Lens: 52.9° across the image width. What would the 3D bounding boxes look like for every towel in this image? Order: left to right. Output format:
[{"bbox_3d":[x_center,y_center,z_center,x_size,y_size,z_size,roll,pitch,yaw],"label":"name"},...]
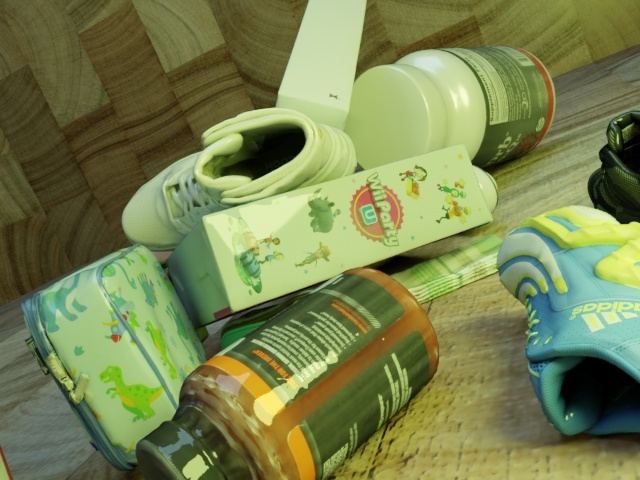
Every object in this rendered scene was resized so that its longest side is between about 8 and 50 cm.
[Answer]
[{"bbox_3d":[0.133,0.029,0.700,0.152,0.023,0.113,-23,11,0],"label":"towel"}]

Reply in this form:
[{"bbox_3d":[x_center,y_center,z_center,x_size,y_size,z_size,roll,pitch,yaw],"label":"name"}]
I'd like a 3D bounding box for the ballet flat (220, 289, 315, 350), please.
[{"bbox_3d":[-0.012,0.080,0.629,0.213,0.072,0.068,-16,8,39],"label":"ballet flat"}]

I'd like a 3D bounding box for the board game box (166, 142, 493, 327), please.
[{"bbox_3d":[0.000,0.000,0.724,0.303,0.097,0.224,-19,-3,-24],"label":"board game box"}]

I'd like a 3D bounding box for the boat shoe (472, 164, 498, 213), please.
[{"bbox_3d":[0.186,-0.066,0.892,0.088,0.096,0.267,-26,0,-12],"label":"boat shoe"}]

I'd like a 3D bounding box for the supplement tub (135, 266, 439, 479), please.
[{"bbox_3d":[-0.018,0.103,0.423,0.198,0.106,0.106,-30,12,-36],"label":"supplement tub"}]

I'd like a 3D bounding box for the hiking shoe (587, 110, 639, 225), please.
[{"bbox_3d":[0.290,-0.064,0.566,0.086,0.114,0.227,-22,10,7],"label":"hiking shoe"}]

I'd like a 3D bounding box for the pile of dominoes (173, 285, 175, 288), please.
[{"bbox_3d":[-0.266,0.129,1.014,0.196,0.040,0.251,-37,7,26],"label":"pile of dominoes"}]

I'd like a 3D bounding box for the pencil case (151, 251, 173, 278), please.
[{"bbox_3d":[-0.391,0.054,1.482,0.124,0.124,0.284,-18,12,27],"label":"pencil case"}]

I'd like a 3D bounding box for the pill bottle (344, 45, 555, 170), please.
[{"bbox_3d":[0.220,-0.215,1.081,0.363,0.210,0.210,-18,4,-42],"label":"pill bottle"}]

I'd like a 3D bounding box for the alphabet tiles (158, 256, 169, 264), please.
[{"bbox_3d":[-0.184,0.015,1.284,0.285,0.011,0.342,-16,-2,39],"label":"alphabet tiles"}]

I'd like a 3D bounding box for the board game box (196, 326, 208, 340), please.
[{"bbox_3d":[-0.226,0.151,0.819,0.092,0.043,0.181,-20,10,21],"label":"board game box"}]

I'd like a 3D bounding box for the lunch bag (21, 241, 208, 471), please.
[{"bbox_3d":[-0.172,0.100,0.597,0.090,0.176,0.219,-29,8,-2],"label":"lunch bag"}]

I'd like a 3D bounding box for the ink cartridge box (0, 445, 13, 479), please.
[{"bbox_3d":[-0.480,0.180,0.482,0.385,0.279,0.160,-26,-13,-10],"label":"ink cartridge box"}]

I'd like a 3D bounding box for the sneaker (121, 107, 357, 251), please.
[{"bbox_3d":[-0.119,-0.065,0.683,0.292,0.108,0.169,-21,-7,15],"label":"sneaker"}]

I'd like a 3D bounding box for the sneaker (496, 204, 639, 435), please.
[{"bbox_3d":[0.153,0.043,0.390,0.126,0.091,0.240,-27,11,-15],"label":"sneaker"}]

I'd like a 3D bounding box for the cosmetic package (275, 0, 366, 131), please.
[{"bbox_3d":[-0.015,-0.185,0.975,0.097,0.284,0.377,15,42,-5],"label":"cosmetic package"}]
